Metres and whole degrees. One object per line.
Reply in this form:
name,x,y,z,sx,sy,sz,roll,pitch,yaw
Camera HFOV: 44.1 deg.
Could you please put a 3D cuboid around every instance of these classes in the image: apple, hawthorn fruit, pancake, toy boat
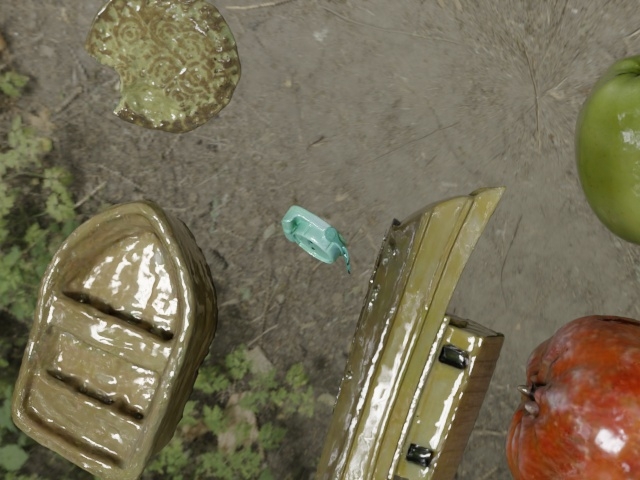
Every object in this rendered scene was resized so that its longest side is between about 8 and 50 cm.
apple,0.622,-0.160,1.395,0.357,0.357,0.357,3,101,15
hawthorn fruit,0.340,0.205,0.828,0.272,0.242,0.242,18,104,4
pancake,-0.224,-0.259,1.144,0.212,0.029,0.235,-11,127,-4
toy boat,-0.134,0.060,0.547,0.116,0.061,0.188,23,101,15
toy boat,0.109,0.147,0.879,0.162,0.136,0.445,16,95,3

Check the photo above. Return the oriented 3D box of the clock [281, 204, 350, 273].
clock,0.000,0.000,1.296,0.135,0.101,0.041,32,75,15
